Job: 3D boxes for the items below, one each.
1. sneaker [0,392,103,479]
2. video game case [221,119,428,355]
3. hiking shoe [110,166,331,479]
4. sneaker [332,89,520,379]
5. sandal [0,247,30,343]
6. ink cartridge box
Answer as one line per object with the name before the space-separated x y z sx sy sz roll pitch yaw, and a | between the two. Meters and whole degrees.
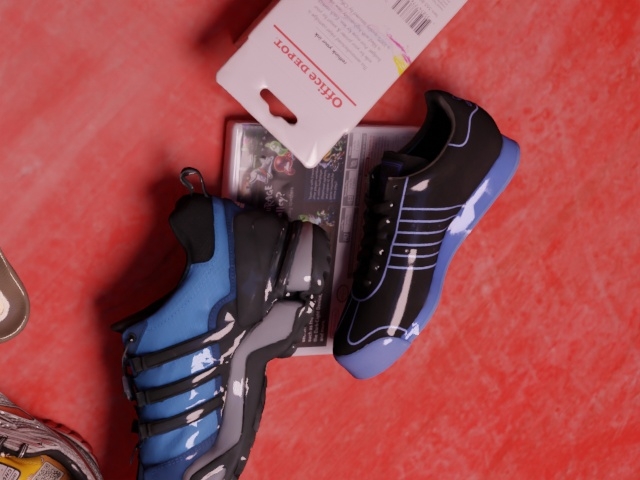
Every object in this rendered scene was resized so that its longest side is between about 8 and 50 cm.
sneaker | -0.241 0.143 0.895 0.225 0.092 0.088 32 89 -28
video game case | 0.000 0.000 1.011 0.173 0.022 0.191 -1 105 -26
hiking shoe | -0.103 0.108 0.943 0.132 0.113 0.304 24 91 -2
sneaker | 0.062 -0.008 0.984 0.090 0.081 0.232 35 81 -26
sandal | -0.262 0.005 0.872 0.072 0.049 0.180 -39 117 -11
ink cartridge box | 0.011 -0.152 0.940 0.104 0.061 0.181 44 83 -13
